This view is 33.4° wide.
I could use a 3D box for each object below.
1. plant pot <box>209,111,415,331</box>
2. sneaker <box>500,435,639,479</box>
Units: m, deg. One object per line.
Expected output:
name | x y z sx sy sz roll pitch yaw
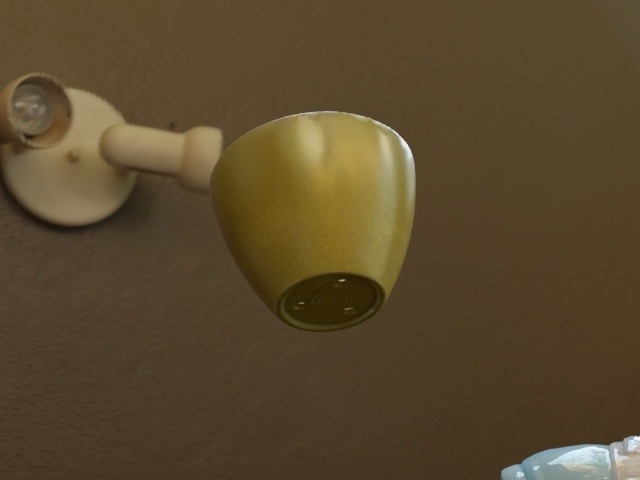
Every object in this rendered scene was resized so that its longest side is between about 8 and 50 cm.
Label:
plant pot | 0.000 0.000 0.666 0.134 0.134 0.095 18 -132 -31
sneaker | 0.205 0.338 0.806 0.135 0.150 0.366 36 -131 -66
